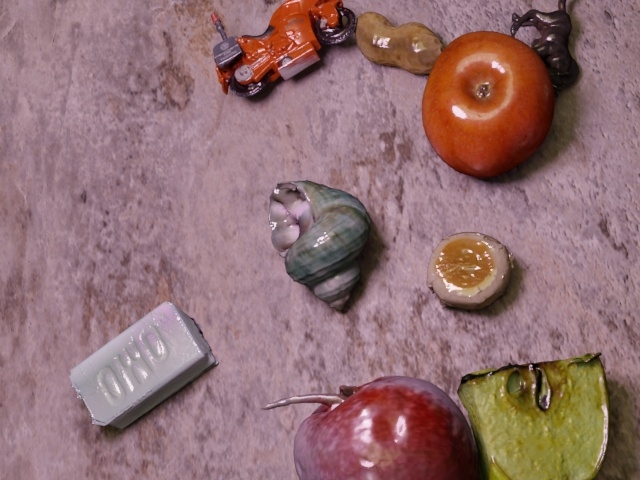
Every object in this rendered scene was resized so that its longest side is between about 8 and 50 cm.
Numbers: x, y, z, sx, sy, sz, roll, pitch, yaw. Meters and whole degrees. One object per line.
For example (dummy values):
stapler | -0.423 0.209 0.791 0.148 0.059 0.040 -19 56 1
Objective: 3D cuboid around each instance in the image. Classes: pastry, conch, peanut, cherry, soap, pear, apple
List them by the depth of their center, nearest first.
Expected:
cherry | 0.111 0.374 1.467 0.291 0.335 0.326 -25 21 -12
pear | 0.367 0.325 1.479 0.238 0.164 0.255 -11 72 -7
pastry | 0.274 0.054 1.658 0.165 0.088 0.166 -5 66 12
apple | 0.312 -0.259 1.700 0.251 0.206 0.272 25 84 29
conch | 0.000 0.000 1.730 0.220 0.195 0.277 -23 85 30
soap | -0.353 0.248 1.776 0.261 0.094 0.150 -36 62 1
peanut | 0.158 -0.414 1.884 0.229 0.098 0.103 23 36 24

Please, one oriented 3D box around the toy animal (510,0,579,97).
toy animal | 0.449 -0.393 1.800 0.148 0.084 0.233 9 70 9

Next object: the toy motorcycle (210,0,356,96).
toy motorcycle | -0.092 -0.449 1.950 0.325 0.148 0.221 -30 60 7
